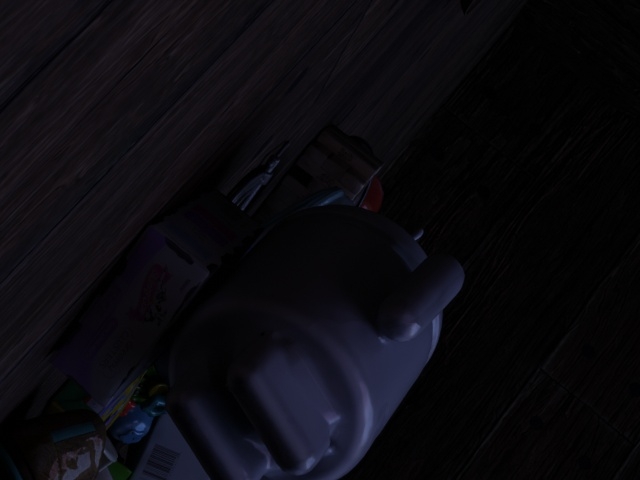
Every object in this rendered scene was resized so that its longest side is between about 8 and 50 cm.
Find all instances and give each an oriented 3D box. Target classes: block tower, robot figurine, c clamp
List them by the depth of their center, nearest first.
[{"bbox_3d":[-0.008,0.093,1.570,0.300,0.200,0.353,-20,-165,32],"label":"robot figurine"},{"bbox_3d":[-0.094,-0.031,1.876,0.161,0.022,0.137,-52,177,23],"label":"c clamp"},{"bbox_3d":[-0.058,0.006,2.246,0.335,0.097,0.091,-53,177,18],"label":"block tower"}]

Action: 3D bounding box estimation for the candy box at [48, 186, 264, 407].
[{"bbox_3d":[-0.147,0.047,1.559,0.165,0.070,0.196,-51,178,17],"label":"candy box"}]

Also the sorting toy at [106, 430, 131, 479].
[{"bbox_3d":[-0.315,0.346,2.353,0.196,0.047,0.347,-55,-171,-5],"label":"sorting toy"}]

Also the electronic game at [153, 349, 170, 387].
[{"bbox_3d":[-0.111,0.112,2.183,0.229,0.048,0.229,-21,139,-19],"label":"electronic game"}]

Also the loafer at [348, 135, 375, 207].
[{"bbox_3d":[-0.025,-0.031,2.329,0.267,0.096,0.084,-49,172,15],"label":"loafer"}]

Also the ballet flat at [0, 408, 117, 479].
[{"bbox_3d":[-0.264,0.243,1.706,0.124,0.116,0.342,-25,162,-21],"label":"ballet flat"}]

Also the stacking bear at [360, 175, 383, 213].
[{"bbox_3d":[0.000,0.000,2.528,0.164,0.175,0.289,-30,-154,53],"label":"stacking bear"}]

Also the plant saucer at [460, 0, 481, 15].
[{"bbox_3d":[0.255,-0.406,2.408,0.198,0.036,0.198,-51,178,-2],"label":"plant saucer"}]

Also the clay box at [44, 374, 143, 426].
[{"bbox_3d":[-0.255,0.187,1.846,0.127,0.053,0.222,-48,176,-31],"label":"clay box"}]

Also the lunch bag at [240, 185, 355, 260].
[{"bbox_3d":[-0.068,0.058,1.998,0.279,0.108,0.224,-34,173,-8],"label":"lunch bag"}]

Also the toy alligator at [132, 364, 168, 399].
[{"bbox_3d":[-0.228,0.174,2.227,0.051,0.056,0.190,12,121,-36],"label":"toy alligator"}]

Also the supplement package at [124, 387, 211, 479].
[{"bbox_3d":[-0.151,0.284,2.367,0.263,0.198,0.199,-95,-151,-73],"label":"supplement package"}]

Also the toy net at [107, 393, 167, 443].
[{"bbox_3d":[-0.197,0.188,2.131,0.232,0.045,0.122,-31,144,23],"label":"toy net"}]
